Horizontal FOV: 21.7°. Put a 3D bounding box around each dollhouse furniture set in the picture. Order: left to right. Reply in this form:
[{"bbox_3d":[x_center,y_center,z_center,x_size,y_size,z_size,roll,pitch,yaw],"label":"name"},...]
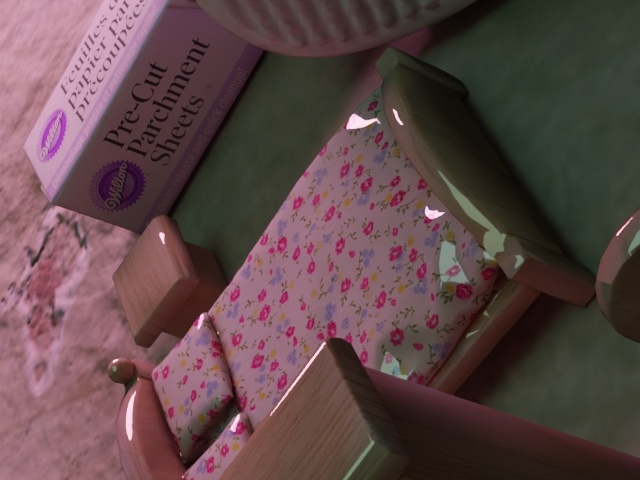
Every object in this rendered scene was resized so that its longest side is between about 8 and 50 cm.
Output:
[{"bbox_3d":[0.000,0.000,0.588,0.303,0.173,0.355,-53,39,21],"label":"dollhouse furniture set"}]

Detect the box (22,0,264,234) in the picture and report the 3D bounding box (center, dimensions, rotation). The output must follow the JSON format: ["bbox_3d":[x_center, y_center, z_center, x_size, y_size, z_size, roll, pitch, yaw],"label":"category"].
[{"bbox_3d":[-0.037,-0.154,0.808,0.324,0.067,0.063,-57,36,15],"label":"box"}]

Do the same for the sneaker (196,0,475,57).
[{"bbox_3d":[0.079,-0.225,0.664,0.366,0.135,0.150,-44,19,32],"label":"sneaker"}]
